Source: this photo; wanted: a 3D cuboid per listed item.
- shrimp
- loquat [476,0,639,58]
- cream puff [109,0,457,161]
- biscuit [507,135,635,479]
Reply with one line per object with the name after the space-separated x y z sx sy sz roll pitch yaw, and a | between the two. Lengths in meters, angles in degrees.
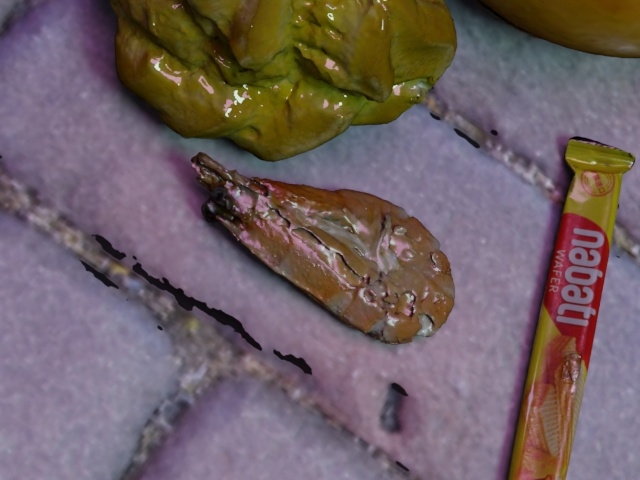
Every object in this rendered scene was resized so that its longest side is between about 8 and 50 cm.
0.000 0.000 1.072 0.184 0.043 0.091 26 58 -13 | shrimp
0.184 -0.240 1.110 0.263 0.263 0.263 6 69 -15 | loquat
-0.025 -0.146 1.043 0.221 0.194 0.194 19 66 -6 | cream puff
0.148 0.069 1.098 0.048 0.026 0.292 11 66 8 | biscuit
